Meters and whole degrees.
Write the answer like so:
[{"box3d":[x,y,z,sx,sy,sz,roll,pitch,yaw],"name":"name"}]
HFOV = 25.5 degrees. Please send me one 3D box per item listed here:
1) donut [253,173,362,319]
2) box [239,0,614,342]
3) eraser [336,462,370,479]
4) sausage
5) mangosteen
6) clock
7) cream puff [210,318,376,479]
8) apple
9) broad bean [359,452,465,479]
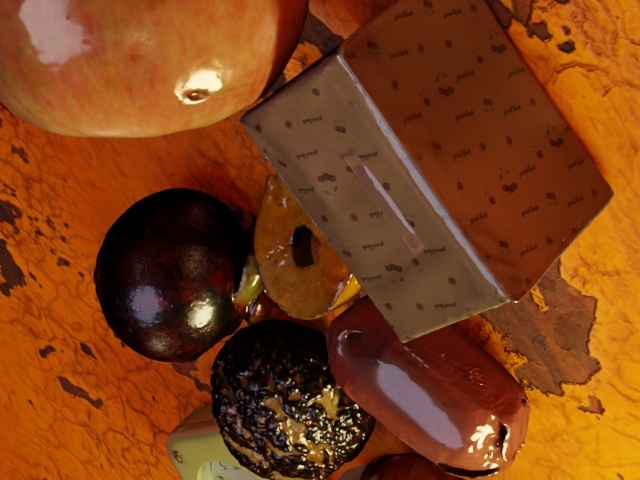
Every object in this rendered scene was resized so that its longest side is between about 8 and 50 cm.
[{"box3d":[0.000,-0.001,1.697,0.174,0.075,0.190,25,117,38],"name":"donut"},{"box3d":[0.109,-0.088,1.431,0.190,0.225,0.297,-25,103,50],"name":"box"},{"box3d":[0.120,0.452,1.968,0.078,0.076,0.298,-26,101,50],"name":"eraser"},{"box3d":[0.128,0.171,1.704,0.280,0.152,0.152,39,141,12],"name":"sausage"},{"box3d":[-0.159,0.047,1.830,0.266,0.228,0.228,2,131,2],"name":"mangosteen"},{"box3d":[-0.083,0.381,2.130,0.235,0.096,0.308,-16,111,48],"name":"clock"},{"box3d":[-0.044,0.223,1.887,0.239,0.165,0.239,23,143,19],"name":"cream puff"},{"box3d":[-0.196,-0.296,1.421,0.391,0.391,0.346,9,114,39],"name":"apple"},{"box3d":[0.140,0.382,1.874,0.228,0.156,0.122,58,146,-5],"name":"broad bean"}]
